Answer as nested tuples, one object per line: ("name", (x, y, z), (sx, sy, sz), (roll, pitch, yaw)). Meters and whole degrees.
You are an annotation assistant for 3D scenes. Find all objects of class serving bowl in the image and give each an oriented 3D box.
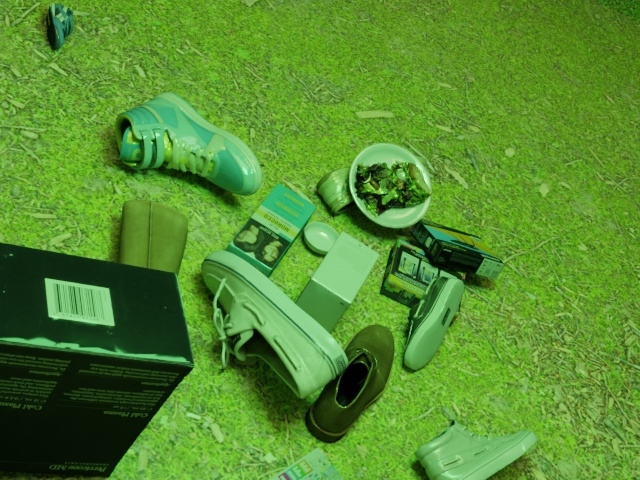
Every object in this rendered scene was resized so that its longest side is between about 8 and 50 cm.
("serving bowl", (0.000, 0.000, 2.139), (0.083, 0.027, 0.083), (17, 41, -16))

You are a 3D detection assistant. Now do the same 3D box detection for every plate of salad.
("plate of salad", (0.158, -0.124, 2.222), (0.200, 0.048, 0.199), (6, 72, -20))

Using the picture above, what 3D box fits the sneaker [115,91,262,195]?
("sneaker", (-0.288, -0.170, 2.067), (0.319, 0.127, 0.208), (35, 37, 20))

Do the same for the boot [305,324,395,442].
("boot", (0.081, 0.240, 1.879), (0.112, 0.115, 0.305), (32, 39, 4))

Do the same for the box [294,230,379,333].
("box", (0.025, 0.089, 1.984), (0.091, 0.130, 0.170), (33, 40, 2))

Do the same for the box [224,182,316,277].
("box", (-0.104, -0.014, 2.065), (0.101, 0.060, 0.244), (32, 40, 1))

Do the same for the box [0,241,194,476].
("box", (-0.410, 0.179, 1.460), (0.343, 0.312, 0.179), (12, 42, -33))

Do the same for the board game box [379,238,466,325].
("board game box", (0.221, 0.089, 2.168), (0.170, 0.048, 0.141), (26, 42, -6))

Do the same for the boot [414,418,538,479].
("boot", (0.289, 0.377, 1.876), (0.258, 0.095, 0.123), (-20, 68, -41))

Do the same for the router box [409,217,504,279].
("router box", (0.301, 0.018, 2.242), (0.179, 0.046, 0.133), (16, 22, -30))

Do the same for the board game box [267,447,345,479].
("board game box", (-0.027, 0.423, 1.692), (0.154, 0.026, 0.103), (-25, 64, -44))

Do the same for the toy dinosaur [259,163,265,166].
("toy dinosaur", (-0.180, -0.170, 2.176), (0.082, 0.090, 0.047), (47, 14, -30))

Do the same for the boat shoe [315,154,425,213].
("boat shoe", (0.126, -0.123, 2.294), (0.285, 0.104, 0.089), (-15, 65, -27))

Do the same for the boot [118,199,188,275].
("boot", (-0.360, 0.029, 1.853), (0.236, 0.089, 0.269), (25, 40, -26))

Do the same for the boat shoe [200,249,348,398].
("boat shoe", (-0.128, 0.162, 1.821), (0.156, 0.135, 0.367), (-38, 58, -21))

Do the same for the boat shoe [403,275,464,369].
("boat shoe", (0.214, 0.165, 2.052), (0.070, 0.077, 0.219), (13, 55, 35))

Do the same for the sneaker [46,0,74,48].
("sneaker", (-0.575, -0.478, 2.258), (0.059, 0.053, 0.144), (9, 46, -26))
